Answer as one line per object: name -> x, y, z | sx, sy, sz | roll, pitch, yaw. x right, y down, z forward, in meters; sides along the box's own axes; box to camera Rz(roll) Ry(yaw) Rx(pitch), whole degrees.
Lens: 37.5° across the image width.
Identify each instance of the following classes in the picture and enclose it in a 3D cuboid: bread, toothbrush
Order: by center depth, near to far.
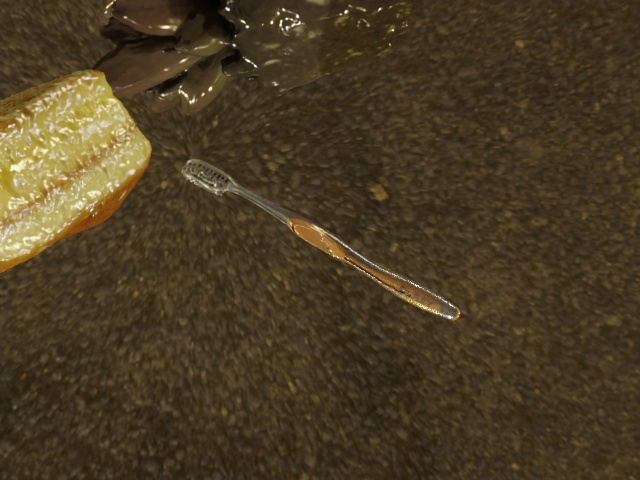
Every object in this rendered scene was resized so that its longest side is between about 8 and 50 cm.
bread -> -0.269, -0.031, 0.714 | 0.234, 0.184, 0.110 | -9, 115, 35
toothbrush -> 0.001, -0.001, 0.966 | 0.321, 0.031, 0.023 | 28, 123, 1

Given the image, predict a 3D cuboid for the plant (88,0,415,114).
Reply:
plant -> -0.077, -0.224, 0.867 | 0.321, 0.194, 0.181 | -9, 64, 3
